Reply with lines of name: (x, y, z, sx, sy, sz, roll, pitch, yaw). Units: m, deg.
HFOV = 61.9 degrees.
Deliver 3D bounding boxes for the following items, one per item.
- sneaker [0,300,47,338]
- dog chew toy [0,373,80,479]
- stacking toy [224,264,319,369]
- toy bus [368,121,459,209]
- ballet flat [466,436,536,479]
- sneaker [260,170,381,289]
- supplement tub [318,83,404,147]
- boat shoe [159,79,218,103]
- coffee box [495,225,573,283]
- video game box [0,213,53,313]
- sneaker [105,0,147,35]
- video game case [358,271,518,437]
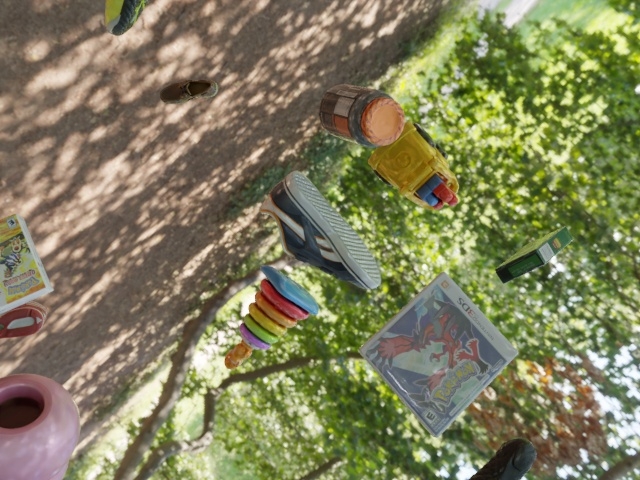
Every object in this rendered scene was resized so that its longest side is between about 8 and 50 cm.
sneaker: (-0.737, 0.186, 1.212, 0.128, 0.221, 0.087, -169, -100, -76)
dog chew toy: (-0.566, 0.403, 0.998, 0.206, 0.207, 0.332, -41, 160, -51)
stacking toy: (-0.161, 0.237, 1.466, 0.302, 0.166, 0.175, -52, -146, 1)
toy bus: (0.251, -0.144, 1.254, 0.149, 0.211, 0.220, -46, 147, 17)
ballet flat: (0.269, 0.377, 0.837, 0.173, 0.057, 0.049, -37, 174, -10)
sneaker: (0.000, 0.000, 1.201, 0.127, 0.321, 0.126, -36, -168, 23)
supplement tub: (0.085, -0.258, 1.108, 0.117, 0.117, 0.190, -46, -146, -4)
boat shoe: (-0.401, -0.454, 1.606, 0.178, 0.064, 0.060, -9, -175, 2)
coffee box: (0.479, 0.030, 1.188, 0.184, 0.040, 0.113, -24, 171, -46)
video game box: (-0.711, 0.067, 1.142, 0.205, 0.187, 0.048, -26, 172, -12)
sneaker: (-0.489, -0.710, 1.326, 0.145, 0.147, 0.384, -105, -146, -64)
video game case: (0.195, 0.182, 0.875, 0.201, 0.183, 0.023, -40, 174, -14)
